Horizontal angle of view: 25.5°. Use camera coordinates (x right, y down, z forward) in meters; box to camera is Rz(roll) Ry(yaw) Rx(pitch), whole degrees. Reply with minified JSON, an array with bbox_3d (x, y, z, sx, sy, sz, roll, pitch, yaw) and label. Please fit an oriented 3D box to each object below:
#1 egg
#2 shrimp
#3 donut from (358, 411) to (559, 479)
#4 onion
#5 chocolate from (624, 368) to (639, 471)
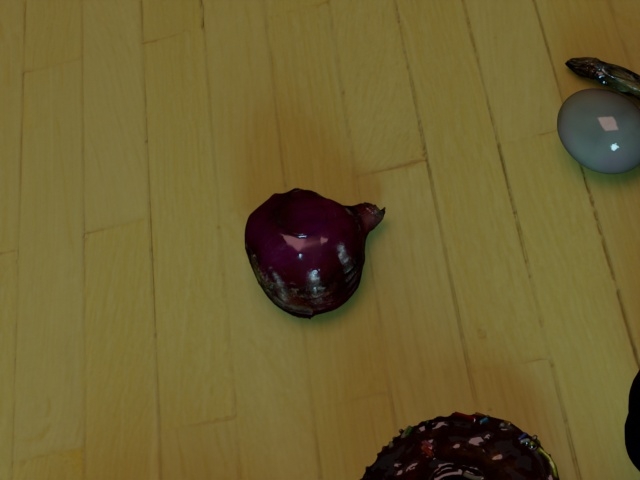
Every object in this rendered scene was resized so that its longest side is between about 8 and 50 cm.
[{"bbox_3d":[0.366,-0.142,1.831,0.103,0.103,0.135,-40,53,-12],"label":"egg"},{"bbox_3d":[0.380,-0.216,1.867,0.195,0.148,0.035,31,106,37],"label":"shrimp"},{"bbox_3d":[0.160,0.305,1.587,0.235,0.089,0.235,-9,54,12],"label":"donut"},{"bbox_3d":[-0.003,-0.009,1.832,0.198,0.135,0.173,-39,57,-14],"label":"onion"},{"bbox_3d":[0.494,0.148,1.501,0.340,0.210,0.225,-46,63,13],"label":"chocolate"}]
